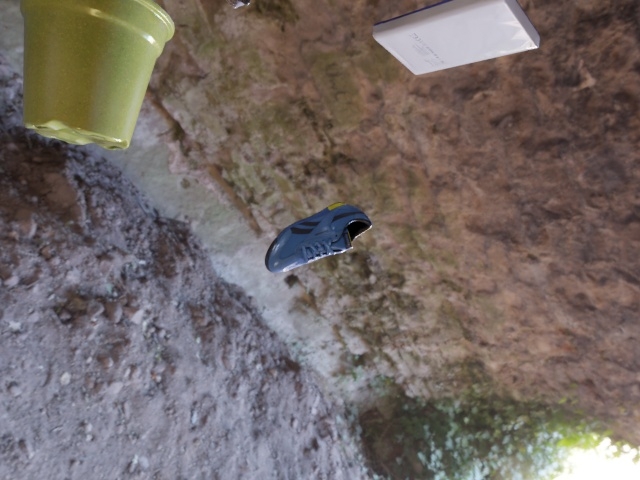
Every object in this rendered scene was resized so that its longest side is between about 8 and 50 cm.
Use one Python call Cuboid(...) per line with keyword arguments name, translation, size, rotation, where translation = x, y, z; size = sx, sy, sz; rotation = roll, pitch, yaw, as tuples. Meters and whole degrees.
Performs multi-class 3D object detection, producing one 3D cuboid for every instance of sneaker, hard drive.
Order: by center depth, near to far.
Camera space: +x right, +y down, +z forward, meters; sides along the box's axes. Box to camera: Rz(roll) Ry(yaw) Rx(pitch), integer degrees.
Cuboid(name="sneaker", translation=(0.000, 0.000, 0.889), size=(0.082, 0.209, 0.069), rotation=(33, -36, 42))
Cuboid(name="hard drive", translation=(0.311, -0.479, 1.177), size=(0.210, 0.319, 0.040), rotation=(19, 78, -46))

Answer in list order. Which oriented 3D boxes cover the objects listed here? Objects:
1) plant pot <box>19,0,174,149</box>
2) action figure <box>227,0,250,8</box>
Cuboid(name="plant pot", translation=(-0.432, -0.312, 0.938), size=(0.276, 0.276, 0.253), rotation=(24, 74, -82))
Cuboid(name="action figure", translation=(-0.251, -0.573, 0.883), size=(0.341, 0.330, 0.178), rotation=(163, -59, -66))
